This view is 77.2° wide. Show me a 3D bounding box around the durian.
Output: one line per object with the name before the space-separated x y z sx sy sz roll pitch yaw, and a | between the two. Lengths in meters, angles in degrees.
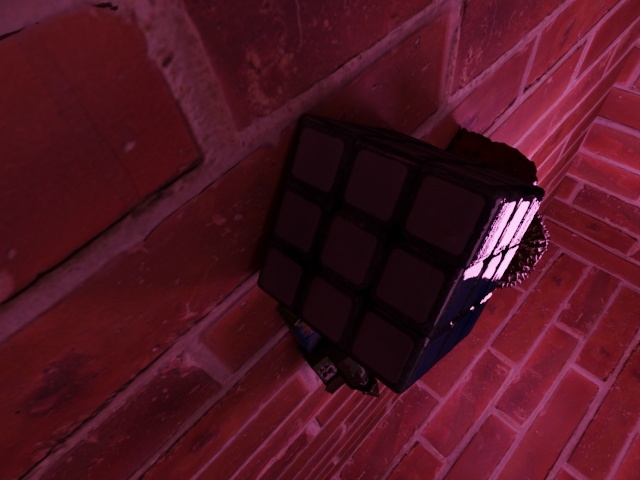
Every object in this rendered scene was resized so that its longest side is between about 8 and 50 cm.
durian | 0.575 0.000 1.350 0.385 0.347 0.347 -5 134 -14

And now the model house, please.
model house | 0.096 0.328 0.998 0.181 0.176 0.248 -39 114 -5

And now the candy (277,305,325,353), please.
candy | -0.024 0.176 0.898 0.097 0.062 0.194 -44 150 -18

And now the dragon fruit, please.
dragon fruit | 0.402 -0.079 1.076 0.329 0.228 0.286 -56 153 2

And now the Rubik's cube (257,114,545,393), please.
Rubik's cube | 0.127 -0.004 0.651 0.301 0.304 0.304 -9 122 -52
